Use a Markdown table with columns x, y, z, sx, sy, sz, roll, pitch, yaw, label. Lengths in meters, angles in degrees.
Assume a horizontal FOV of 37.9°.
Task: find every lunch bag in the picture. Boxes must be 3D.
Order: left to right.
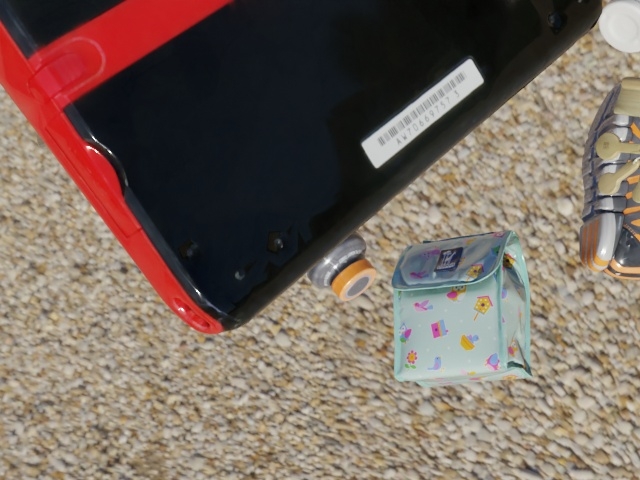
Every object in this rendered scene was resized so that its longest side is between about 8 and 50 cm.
| x | y | z | sx | sy | sz | roll | pitch | yaw | label |
| --- | --- | --- | --- | --- | --- | --- | --- | --- | --- |
| 0.246 | 0.114 | 1.637 | 0.223 | 0.160 | 0.262 | -11 | 70 | 33 | lunch bag |

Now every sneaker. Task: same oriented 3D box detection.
| x | y | z | sx | sy | sz | roll | pitch | yaw | label |
| --- | --- | --- | --- | --- | --- | --- | --- | --- | --- |
| 0.522 | -0.089 | 1.493 | 0.180 | 0.124 | 0.321 | 10 | 80 | -6 | sneaker |

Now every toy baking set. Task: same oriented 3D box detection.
| x | y | z | sx | sy | sz | roll | pitch | yaw | label |
| --- | --- | --- | --- | --- | --- | --- | --- | --- | --- |
| 0.441 | -0.103 | 1.143 | 0.256 | 0.030 | 0.197 | 55 | 130 | 42 | toy baking set |

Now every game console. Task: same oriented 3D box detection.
| x | y | z | sx | sy | sz | roll | pitch | yaw | label |
| --- | --- | --- | --- | --- | --- | --- | --- | --- | --- |
| -0.024 | -0.188 | 0.552 | 0.386 | 0.342 | 0.060 | -40 | 14 | -26 | game console |

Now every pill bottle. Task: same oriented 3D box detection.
| x | y | z | sx | sy | sz | roll | pitch | yaw | label |
| --- | --- | --- | --- | --- | --- | --- | --- | --- | --- |
| 0.000 | 0.000 | 1.769 | 0.130 | 0.130 | 0.246 | -42 | 66 | 4 | pill bottle |
| 0.440 | -0.319 | 1.247 | 0.078 | 0.078 | 0.137 | 29 | 59 | 31 | pill bottle |

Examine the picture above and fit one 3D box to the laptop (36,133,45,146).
| x | y | z | sx | sy | sz | roll | pitch | yaw | label |
| --- | --- | --- | --- | --- | --- | --- | --- | --- | --- |
| -0.343 | -0.355 | 1.645 | 0.408 | 0.236 | 0.382 | -176 | 91 | -65 | laptop |
